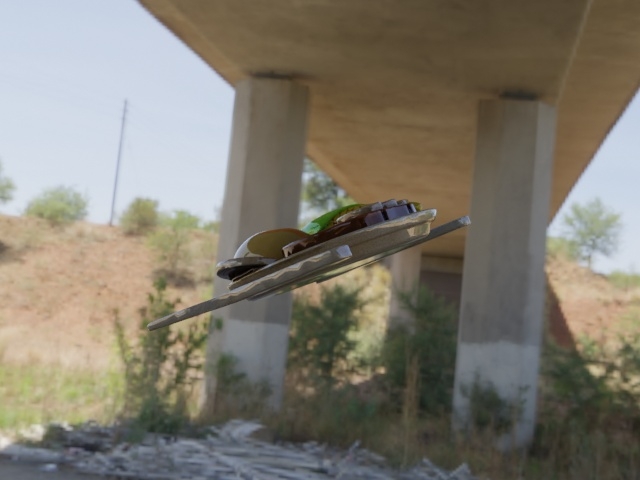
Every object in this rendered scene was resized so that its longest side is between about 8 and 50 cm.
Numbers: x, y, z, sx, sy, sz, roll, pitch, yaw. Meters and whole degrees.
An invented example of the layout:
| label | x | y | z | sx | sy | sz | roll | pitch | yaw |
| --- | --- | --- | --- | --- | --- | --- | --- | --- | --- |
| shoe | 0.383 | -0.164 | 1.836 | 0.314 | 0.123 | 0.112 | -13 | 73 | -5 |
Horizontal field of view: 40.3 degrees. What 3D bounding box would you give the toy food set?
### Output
| label | x | y | z | sx | sy | sz | roll | pitch | yaw |
| --- | --- | --- | --- | --- | --- | --- | --- | --- | --- |
| toy food set | 0.000 | 0.000 | 0.488 | 0.132 | 0.039 | 0.192 | -23 | -5 | 27 |
